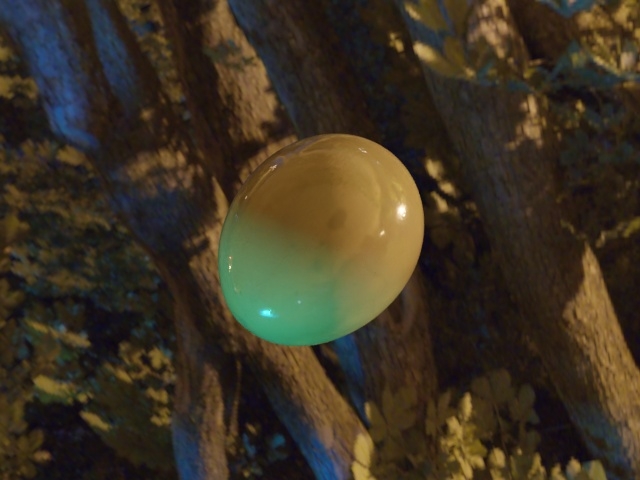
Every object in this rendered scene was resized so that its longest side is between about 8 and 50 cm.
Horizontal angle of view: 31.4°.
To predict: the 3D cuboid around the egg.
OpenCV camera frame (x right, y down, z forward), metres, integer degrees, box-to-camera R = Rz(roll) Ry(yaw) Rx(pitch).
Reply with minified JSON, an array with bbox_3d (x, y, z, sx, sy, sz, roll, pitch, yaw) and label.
[{"bbox_3d":[0.000,0.000,1.105,0.186,0.186,0.242,11,-135,27],"label":"egg"}]
